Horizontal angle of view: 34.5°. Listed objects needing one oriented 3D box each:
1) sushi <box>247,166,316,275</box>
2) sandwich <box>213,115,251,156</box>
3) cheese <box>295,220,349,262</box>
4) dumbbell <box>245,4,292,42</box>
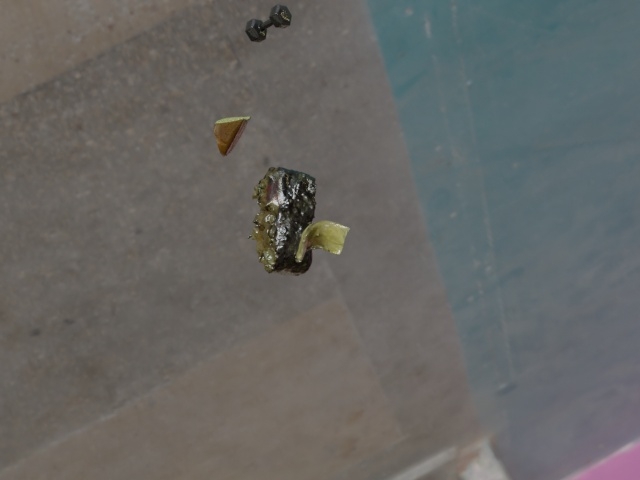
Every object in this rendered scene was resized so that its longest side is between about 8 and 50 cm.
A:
[{"bbox_3d":[-0.078,-0.036,2.063,0.115,0.213,0.147,5,173,-18],"label":"sushi"},{"bbox_3d":[-0.144,-0.171,1.599,0.083,0.044,0.031,-57,175,34],"label":"sandwich"},{"bbox_3d":[0.001,-0.001,1.594,0.084,0.041,0.060,-7,130,-23],"label":"cheese"},{"bbox_3d":[-0.085,-0.354,1.685,0.083,0.040,0.036,-20,139,41],"label":"dumbbell"}]
